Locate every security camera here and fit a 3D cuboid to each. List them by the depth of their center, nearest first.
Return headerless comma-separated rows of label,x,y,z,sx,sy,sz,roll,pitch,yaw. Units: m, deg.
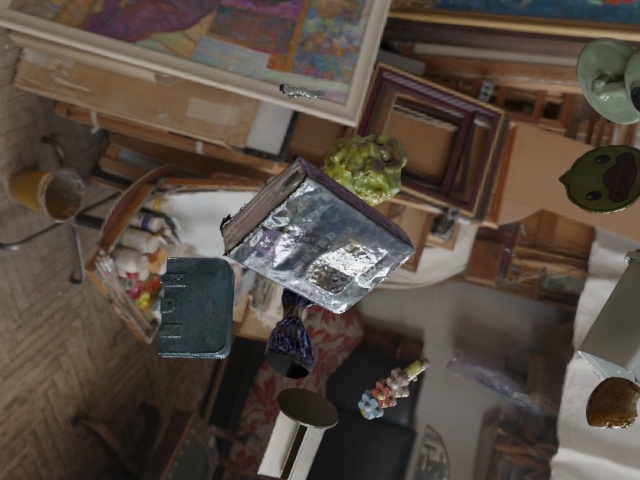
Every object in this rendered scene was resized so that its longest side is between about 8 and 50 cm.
security camera,0.495,-0.238,0.904,0.157,0.080,0.301,59,-6,-20

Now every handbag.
handbag,-0.292,0.155,1.343,0.062,0.179,0.229,89,3,-72

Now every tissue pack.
tissue pack,0.000,0.000,1.255,0.361,0.259,0.122,33,27,-37

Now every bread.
bread,0.690,0.382,1.375,0.044,0.126,0.129,48,58,-16

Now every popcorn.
popcorn,0.154,-0.266,2.169,0.312,0.312,0.312,13,90,-70

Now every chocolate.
chocolate,-0.061,0.186,1.507,0.126,0.148,0.343,38,42,-27

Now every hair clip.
hair clip,0.133,0.294,1.130,0.056,0.062,0.214,0,141,-47

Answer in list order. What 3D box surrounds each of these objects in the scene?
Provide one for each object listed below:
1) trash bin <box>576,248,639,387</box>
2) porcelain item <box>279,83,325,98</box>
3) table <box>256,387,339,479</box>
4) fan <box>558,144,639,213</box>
trash bin,0.874,0.219,1.478,0.256,0.296,0.367,45,81,-20
porcelain item,-0.061,-0.386,1.531,0.136,0.075,0.021,1,87,-36
table,-0.068,0.523,1.500,0.167,0.167,0.226,-15,127,-67
fan,0.796,-0.165,1.519,0.011,0.335,0.229,45,59,-41
